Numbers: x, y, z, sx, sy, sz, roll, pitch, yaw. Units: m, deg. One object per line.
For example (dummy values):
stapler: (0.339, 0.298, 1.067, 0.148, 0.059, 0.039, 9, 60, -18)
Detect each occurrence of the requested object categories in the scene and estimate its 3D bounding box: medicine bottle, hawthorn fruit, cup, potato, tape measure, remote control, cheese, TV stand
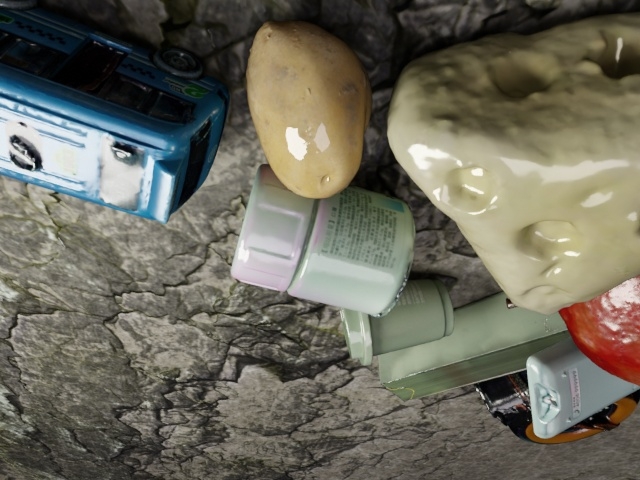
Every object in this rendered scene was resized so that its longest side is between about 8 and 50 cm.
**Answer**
medicine bottle: (0.000, 0.000, 0.462, 0.168, 0.135, 0.135, 14, 135, -11)
hawthorn fruit: (0.333, 0.051, 0.445, 0.266, 0.210, 0.230, -13, 126, 22)
cup: (0.098, 0.097, 0.581, 0.141, 0.120, 0.120, -11, 136, -4)
potato: (-0.007, -0.108, 0.369, 0.112, 0.112, 0.147, -4, 115, 8)
tape measure: (0.371, 0.227, 0.677, 0.202, 0.135, 0.223, -38, 125, 22)
remote control: (0.379, 0.152, 0.546, 0.293, 0.051, 0.103, -14, 99, -21)
cheese: (0.199, -0.083, 0.343, 0.251, 0.173, 0.248, 36, 129, -23)
TV stand: (0.219, 0.153, 0.636, 0.269, 0.088, 0.083, -26, 130, 26)

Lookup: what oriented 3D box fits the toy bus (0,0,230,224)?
toy bus: (-0.211, -0.110, 0.362, 0.246, 0.134, 0.113, 19, 134, -13)
